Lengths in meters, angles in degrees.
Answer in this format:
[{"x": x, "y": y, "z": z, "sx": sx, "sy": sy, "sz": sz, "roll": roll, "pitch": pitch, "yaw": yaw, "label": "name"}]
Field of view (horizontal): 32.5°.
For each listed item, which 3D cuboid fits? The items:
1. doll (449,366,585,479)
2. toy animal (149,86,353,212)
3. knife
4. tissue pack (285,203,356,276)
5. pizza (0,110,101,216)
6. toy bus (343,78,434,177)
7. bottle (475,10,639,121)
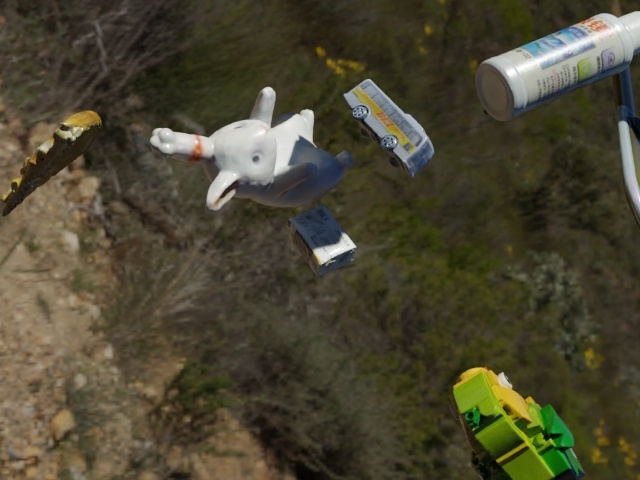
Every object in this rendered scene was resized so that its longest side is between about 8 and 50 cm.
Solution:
[{"x": 0.207, "y": 0.218, "z": 1.163, "sx": 0.186, "sy": 0.106, "sz": 0.134, "roll": 52, "pitch": 16, "yaw": -14, "label": "doll"}, {"x": -0.083, "y": -0.114, "z": 1.472, "sx": 0.282, "sy": 0.138, "sz": 0.140, "roll": 7, "pitch": 44, "yaw": -56, "label": "toy animal"}, {"x": 0.338, "y": -0.112, "z": 1.174, "sx": 0.061, "sy": 0.027, "sz": 0.343, "roll": 50, "pitch": 30, "yaw": -25, "label": "knife"}, {"x": 0.000, "y": 0.000, "z": 1.461, "sx": 0.062, "sy": 0.042, "sz": 0.083, "roll": -25, "pitch": 62, "yaw": -27, "label": "tissue pack"}, {"x": -0.343, "y": -0.102, "z": 1.391, "sx": 0.036, "sy": 0.176, "sz": 0.184, "roll": 46, "pitch": 9, "yaw": -6, "label": "pizza"}, {"x": 0.113, "y": -0.188, "z": 1.835, "sx": 0.190, "sy": 0.075, "sz": 0.064, "roll": 48, "pitch": -5, "yaw": 34, "label": "toy bus"}, {"x": 0.242, "y": -0.169, "z": 0.995, "sx": 0.217, "sy": 0.060, "sz": 0.060, "roll": -23, "pitch": 104, "yaw": -21, "label": "bottle"}]
